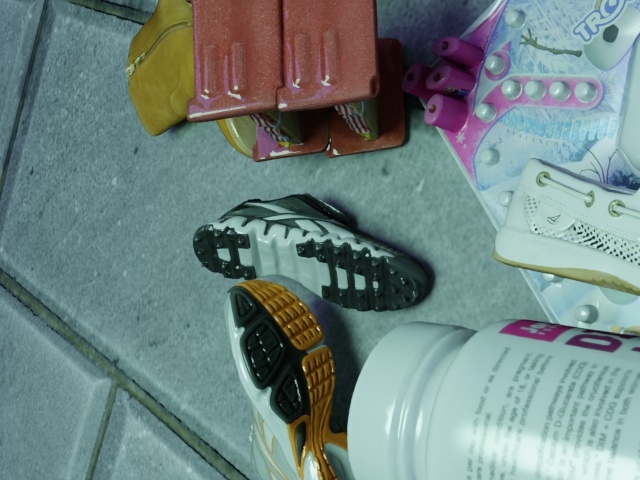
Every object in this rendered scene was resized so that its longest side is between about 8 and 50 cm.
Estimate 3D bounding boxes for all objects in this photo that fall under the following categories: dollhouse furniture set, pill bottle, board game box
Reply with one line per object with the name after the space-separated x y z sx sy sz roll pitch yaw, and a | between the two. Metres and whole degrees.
-0.016 -0.269 0.783 0.152 0.201 0.374 -3 82 12 | dollhouse furniture set
0.166 0.135 0.545 0.283 0.160 0.160 6 89 40 | pill bottle
0.268 -0.105 0.623 0.390 0.050 0.390 -44 57 32 | board game box

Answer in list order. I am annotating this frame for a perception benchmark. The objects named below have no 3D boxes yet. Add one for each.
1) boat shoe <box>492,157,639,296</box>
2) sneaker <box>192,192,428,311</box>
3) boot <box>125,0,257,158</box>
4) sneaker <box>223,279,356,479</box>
0.229 -0.009 0.544 0.277 0.098 0.096 13 95 46 | boat shoe
0.000 0.000 0.848 0.234 0.106 0.078 11 129 24 | sneaker
-0.136 -0.169 1.001 0.211 0.104 0.295 -38 55 40 | boot
-0.038 0.167 0.823 0.121 0.099 0.262 -30 82 47 | sneaker
